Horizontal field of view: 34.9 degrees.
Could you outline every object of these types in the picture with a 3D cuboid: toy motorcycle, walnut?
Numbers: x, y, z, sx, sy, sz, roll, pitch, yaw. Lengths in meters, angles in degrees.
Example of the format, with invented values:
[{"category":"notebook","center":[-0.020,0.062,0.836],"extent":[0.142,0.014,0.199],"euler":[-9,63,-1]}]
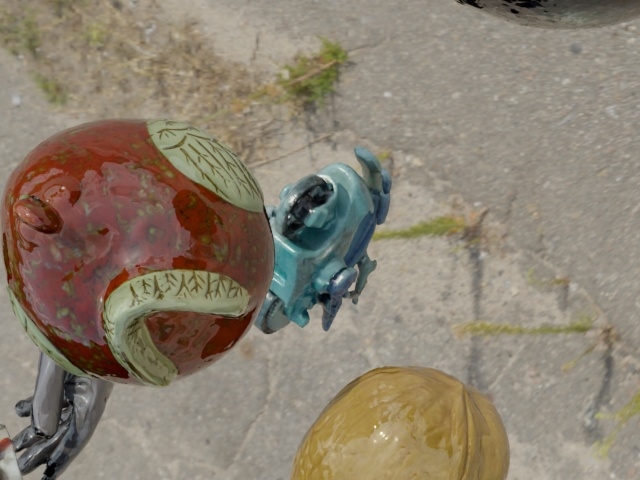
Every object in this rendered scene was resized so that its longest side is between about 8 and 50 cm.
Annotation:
[{"category":"toy motorcycle","center":[0.000,0.000,1.264],"extent":[0.154,0.206,0.260],"euler":[40,137,23]},{"category":"walnut","center":[0.074,0.223,0.964],"extent":[0.193,0.193,0.226],"euler":[45,110,16]}]

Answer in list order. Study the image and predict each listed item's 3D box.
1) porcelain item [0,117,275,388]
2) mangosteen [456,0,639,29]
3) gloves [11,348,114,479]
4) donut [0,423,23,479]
[{"category":"porcelain item","center":[-0.170,0.005,0.850],"extent":[0.253,0.253,0.253],"euler":[6,102,30]},{"category":"mangosteen","center":[0.160,-0.270,0.615],"extent":[0.288,0.288,0.288],"euler":[6,102,30]},{"category":"gloves","center":[-0.301,0.149,1.215],"extent":[0.119,0.142,0.285],"euler":[12,79,7]},{"category":"donut","center":[-0.324,0.357,0.985],"extent":[0.382,0.142,0.382],"euler":[164,90,-71]}]
